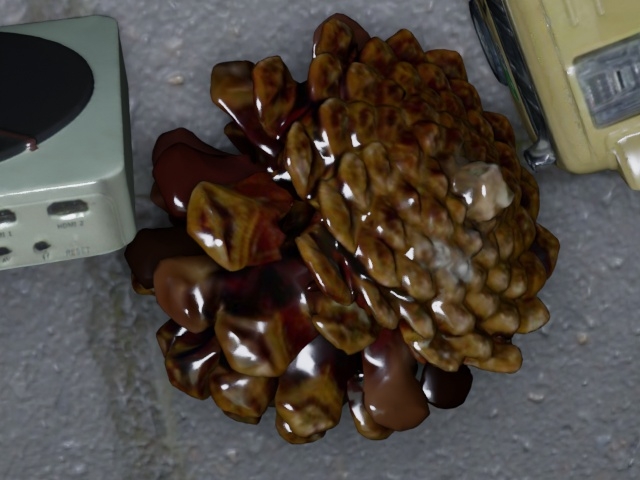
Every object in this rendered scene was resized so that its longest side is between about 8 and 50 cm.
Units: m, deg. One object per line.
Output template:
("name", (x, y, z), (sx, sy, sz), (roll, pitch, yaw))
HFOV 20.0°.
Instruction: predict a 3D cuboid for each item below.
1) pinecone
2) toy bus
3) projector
("pinecone", (0.001, 0.010, 1.097), (0.264, 0.264, 0.264), (-3, 114, -6))
("toy bus", (0.146, -0.212, 1.034), (0.177, 0.202, 0.365), (-23, 116, 3))
("projector", (-0.236, -0.044, 1.029), (0.257, 0.259, 0.079), (-9, 116, -3))
